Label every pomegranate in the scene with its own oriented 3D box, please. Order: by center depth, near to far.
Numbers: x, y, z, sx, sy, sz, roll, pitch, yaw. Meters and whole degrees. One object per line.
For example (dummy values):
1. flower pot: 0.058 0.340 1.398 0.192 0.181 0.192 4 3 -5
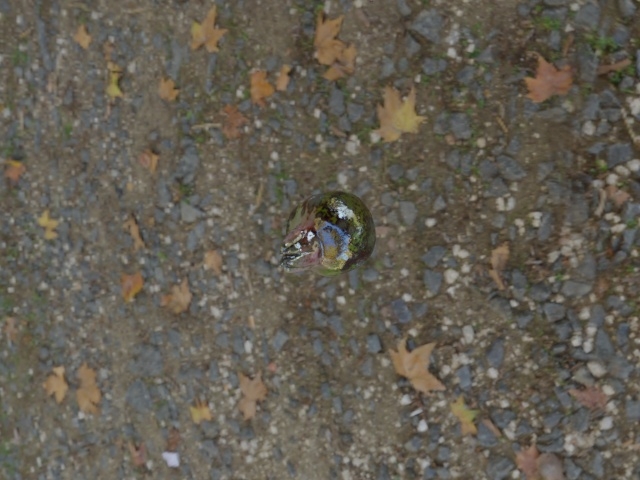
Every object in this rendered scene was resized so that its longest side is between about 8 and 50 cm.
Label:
1. pomegranate: 0.001 -0.012 1.055 0.138 0.163 0.126 -6 81 44
